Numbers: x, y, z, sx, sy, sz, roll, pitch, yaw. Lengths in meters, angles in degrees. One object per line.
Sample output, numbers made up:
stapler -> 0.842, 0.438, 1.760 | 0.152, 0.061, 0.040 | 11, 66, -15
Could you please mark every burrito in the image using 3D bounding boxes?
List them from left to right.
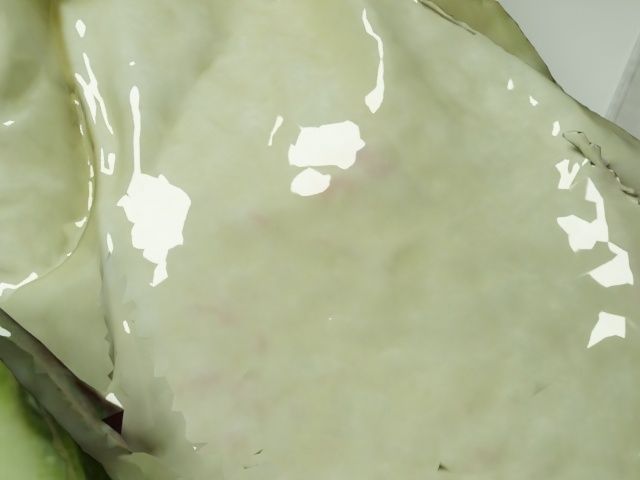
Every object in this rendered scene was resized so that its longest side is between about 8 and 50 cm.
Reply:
burrito -> 0.002, -0.002, 0.560 | 0.332, 0.135, 0.190 | 44, 79, 9

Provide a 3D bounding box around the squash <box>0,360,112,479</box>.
squash -> -0.183, 0.100, 0.596 | 0.252, 0.049, 0.252 | 0, 86, 7
